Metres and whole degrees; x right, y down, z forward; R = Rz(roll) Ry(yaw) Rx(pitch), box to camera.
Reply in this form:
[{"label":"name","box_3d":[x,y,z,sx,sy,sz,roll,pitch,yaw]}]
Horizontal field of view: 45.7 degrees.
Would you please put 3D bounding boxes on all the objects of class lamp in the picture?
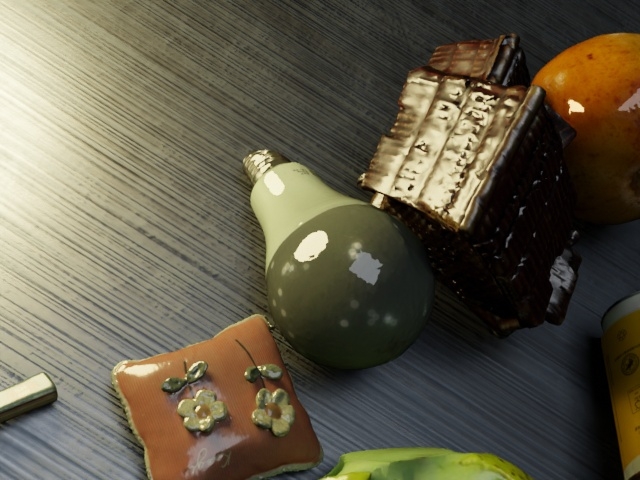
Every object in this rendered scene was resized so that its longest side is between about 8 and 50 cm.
[{"label":"lamp","box_3d":[0.016,0.008,0.870,0.182,0.181,0.313,4,37,-20]}]

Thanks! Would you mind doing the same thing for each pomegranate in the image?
[{"label":"pomegranate","box_3d":[0.405,-0.156,1.056,0.264,0.264,0.264,10,57,-16]}]

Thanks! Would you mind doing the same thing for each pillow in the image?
[{"label":"pillow","box_3d":[-0.100,0.170,0.756,0.179,0.075,0.171,-16,68,-28]}]

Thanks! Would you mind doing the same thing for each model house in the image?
[{"label":"model house","box_3d":[0.213,-0.087,0.877,0.297,0.282,0.317,28,77,5]}]

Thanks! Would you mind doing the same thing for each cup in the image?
[{"label":"cup","box_3d":[0.432,0.203,0.896,0.196,0.196,0.279,13,48,-15]}]

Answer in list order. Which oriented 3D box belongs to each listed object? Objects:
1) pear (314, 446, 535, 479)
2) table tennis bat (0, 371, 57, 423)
[{"label":"pear","box_3d":[0.121,0.321,0.697,0.282,0.176,0.286,0,61,-24]},{"label":"table tennis bat","box_3d":[-0.360,0.178,0.651,0.274,0.021,0.154,-21,46,-39]}]
